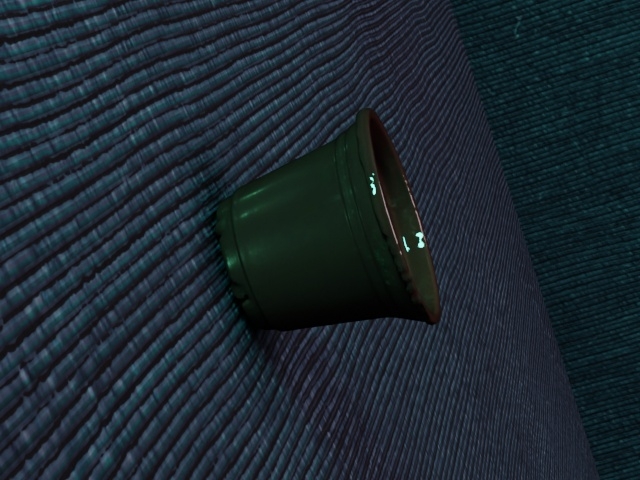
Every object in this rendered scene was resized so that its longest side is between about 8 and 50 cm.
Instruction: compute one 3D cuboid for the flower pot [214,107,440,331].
[{"bbox_3d":[0.000,0.000,0.801,0.111,0.089,0.111,-17,90,-79],"label":"flower pot"}]
